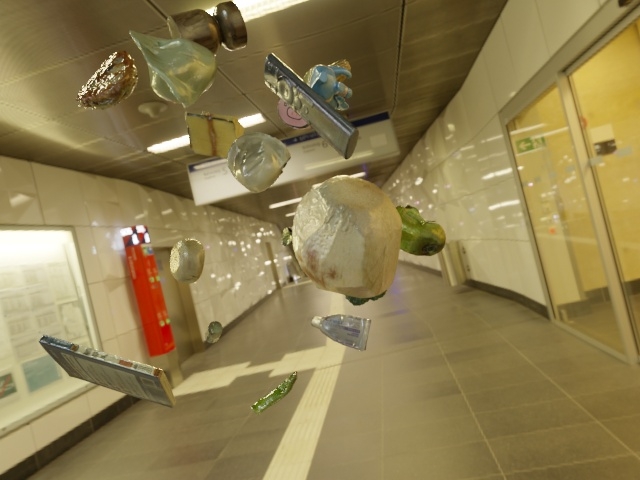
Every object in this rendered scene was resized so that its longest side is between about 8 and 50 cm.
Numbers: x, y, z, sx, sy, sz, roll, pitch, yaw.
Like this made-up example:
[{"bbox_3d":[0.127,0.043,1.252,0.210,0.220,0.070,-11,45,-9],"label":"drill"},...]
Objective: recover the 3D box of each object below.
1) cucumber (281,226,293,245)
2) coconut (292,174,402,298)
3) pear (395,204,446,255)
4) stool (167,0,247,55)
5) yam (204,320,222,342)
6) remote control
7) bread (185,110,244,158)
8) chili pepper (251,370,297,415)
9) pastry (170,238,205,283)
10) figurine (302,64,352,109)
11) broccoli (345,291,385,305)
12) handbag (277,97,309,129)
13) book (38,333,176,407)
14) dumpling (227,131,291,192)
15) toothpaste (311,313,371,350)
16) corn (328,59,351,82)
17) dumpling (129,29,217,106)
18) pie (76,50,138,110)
[{"bbox_3d":[0.000,0.000,1.636,0.303,0.081,0.072,8,17,-21],"label":"cucumber"},{"bbox_3d":[0.083,0.013,1.354,0.344,0.416,0.415,2,-4,-9],"label":"coconut"},{"bbox_3d":[0.426,-0.034,1.872,0.238,0.164,0.255,-9,36,-41],"label":"pear"},{"bbox_3d":[-0.451,-0.833,1.665,0.264,0.179,0.179,-26,4,-21],"label":"stool"},{"bbox_3d":[-0.471,0.407,1.836,0.068,0.069,0.169,-13,-18,-25],"label":"yam"},{"bbox_3d":[-0.035,-0.381,1.170,0.044,0.377,0.107,-29,-25,-31],"label":"remote control"},{"bbox_3d":[-0.546,-0.541,2.117,0.263,0.199,0.236,7,-7,0],"label":"bread"},{"bbox_3d":[-0.143,0.505,1.374,0.201,0.050,0.052,-40,18,3],"label":"chili pepper"},{"bbox_3d":[-0.454,0.071,1.420,0.091,0.157,0.156,0,-9,-36],"label":"pastry"},{"bbox_3d":[0.011,-0.466,1.320,0.179,0.154,0.262,-16,9,-20],"label":"figurine"},{"bbox_3d":[0.215,0.222,2.172,0.269,0.270,0.270,-14,-18,-2],"label":"broccoli"},{"bbox_3d":[-0.089,-0.611,1.957,0.204,0.179,0.116,22,33,19],"label":"handbag"},{"bbox_3d":[-0.727,0.464,1.450,0.427,0.039,0.300,16,-40,4],"label":"book"},{"bbox_3d":[-0.253,-0.320,1.660,0.243,0.227,0.175,-41,10,4],"label":"dumpling"},{"bbox_3d":[0.069,0.324,1.526,0.068,0.099,0.282,-18,13,-39],"label":"toothpaste"},{"bbox_3d":[0.011,-0.677,1.773,0.291,0.101,0.101,-39,5,-12],"label":"corn"},{"bbox_3d":[-0.477,-0.558,1.368,0.269,0.212,0.320,-7,22,-33],"label":"dumpling"},{"bbox_3d":[-0.860,-0.640,1.695,0.307,0.309,0.085,-14,-34,13],"label":"pie"}]
